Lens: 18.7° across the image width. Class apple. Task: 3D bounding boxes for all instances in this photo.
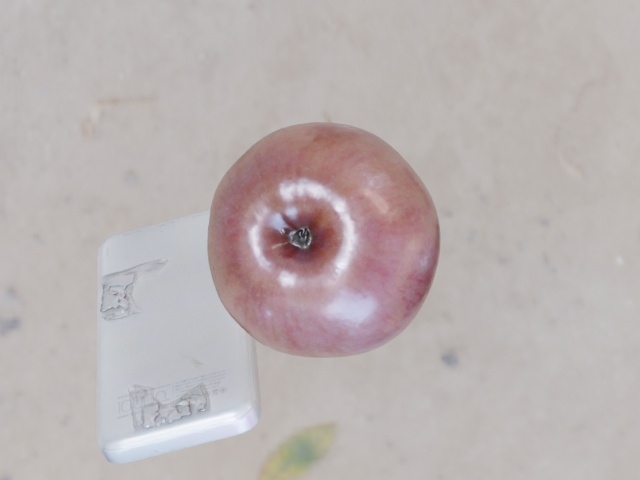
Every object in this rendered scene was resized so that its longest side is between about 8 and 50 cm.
[{"bbox_3d":[0.000,0.000,1.227,0.153,0.153,0.120,-31,166,16],"label":"apple"}]

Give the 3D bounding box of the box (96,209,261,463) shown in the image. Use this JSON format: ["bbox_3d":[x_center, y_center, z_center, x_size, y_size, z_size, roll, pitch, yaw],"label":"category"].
[{"bbox_3d":[-0.129,0.077,1.724,0.142,0.285,0.044,-16,129,7],"label":"box"}]
